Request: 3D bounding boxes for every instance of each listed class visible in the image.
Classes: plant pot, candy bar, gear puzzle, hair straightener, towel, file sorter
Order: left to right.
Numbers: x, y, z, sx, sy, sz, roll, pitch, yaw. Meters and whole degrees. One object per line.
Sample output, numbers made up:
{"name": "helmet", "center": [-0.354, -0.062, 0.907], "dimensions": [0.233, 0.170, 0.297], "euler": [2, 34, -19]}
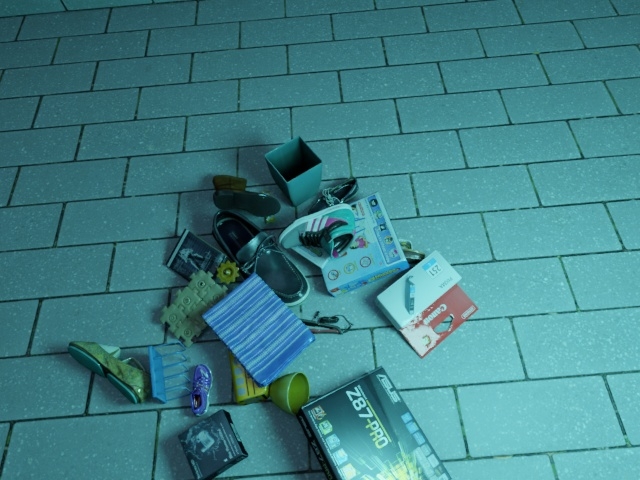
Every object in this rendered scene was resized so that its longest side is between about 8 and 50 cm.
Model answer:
{"name": "file sorter", "center": [-0.505, 0.442, 1.528], "dimensions": [0.104, 0.118, 0.171], "euler": [-14, 62, -9]}
{"name": "gear puzzle", "center": [-0.424, 0.207, 1.650], "dimensions": [0.175, 0.044, 0.339], "euler": [39, 86, 13]}
{"name": "towel", "center": [-0.209, 0.291, 1.511], "dimensions": [0.243, 0.040, 0.336], "euler": [-40, 67, -17]}
{"name": "candy bar", "center": [-0.219, -0.140, 1.884], "dimensions": [0.040, 0.018, 0.162], "euler": [-11, 62, -3]}
{"name": "plant pot", "center": [-0.109, 0.498, 1.481], "dimensions": [0.095, 0.134, 0.134], "euler": [-6, 58, 29]}
{"name": "plant pot", "center": [-0.099, -0.254, 1.816], "dimensions": [0.165, 0.234, 0.165], "euler": [-32, 64, -15]}
{"name": "hair straightener", "center": [0.004, 0.289, 1.621], "dimensions": [0.230, 0.047, 0.089], "euler": [0, 62, 3]}

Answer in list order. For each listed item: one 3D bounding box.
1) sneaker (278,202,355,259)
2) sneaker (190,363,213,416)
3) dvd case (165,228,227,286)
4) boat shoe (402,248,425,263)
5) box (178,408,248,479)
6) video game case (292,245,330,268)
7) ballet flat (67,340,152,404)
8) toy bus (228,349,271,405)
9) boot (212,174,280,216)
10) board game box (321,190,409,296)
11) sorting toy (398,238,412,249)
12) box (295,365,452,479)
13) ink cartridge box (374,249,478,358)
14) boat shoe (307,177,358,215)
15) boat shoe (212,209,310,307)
{"name": "sneaker", "center": [0.000, 0.000, 1.616], "dimensions": [0.295, 0.124, 0.179], "euler": [-24, 51, 7]}
{"name": "sneaker", "center": [-0.401, 0.497, 1.517], "dimensions": [0.068, 0.071, 0.170], "euler": [-7, 61, -1]}
{"name": "dvd case", "center": [-0.479, 0.077, 1.738], "dimensions": [0.221, 0.018, 0.165], "euler": [31, 93, 20]}
{"name": "boat shoe", "center": [0.289, 0.069, 1.715], "dimensions": [0.206, 0.073, 0.073], "euler": [5, 62, 14]}
{"name": "box", "center": [-0.336, 0.646, 1.421], "dimensions": [0.158, 0.093, 0.156], "euler": [-29, 64, -11]}
{"name": "video game case", "center": [-0.011, 0.010, 1.691], "dimensions": [0.157, 0.019, 0.143], "euler": [32, 81, 29]}
{"name": "ballet flat", "center": [-0.708, 0.429, 1.558], "dimensions": [0.348, 0.123, 0.123], "euler": [27, 66, 17]}
{"name": "toy bus", "center": [-0.245, 0.377, 1.554], "dimensions": [0.130, 0.108, 0.333], "euler": [-14, 62, -3]}
{"name": "boot", "center": [-0.305, -0.187, 1.836], "dimensions": [0.263, 0.096, 0.280], "euler": [-1, 24, -12]}
{"name": "board game box", "center": [0.135, 0.014, 1.696], "dimensions": [0.301, 0.086, 0.309], "euler": [-23, 61, 10]}
{"name": "sorting toy", "center": [0.319, 0.019, 1.736], "dimensions": [0.083, 0.075, 0.045], "euler": [9, 62, 7]}
{"name": "box", "center": [0.155, 0.623, 1.360], "dimensions": [0.318, 0.097, 0.395], "euler": [-16, 60, -29]}
{"name": "ink cartridge box", "center": [0.385, 0.221, 1.602], "dimensions": [0.296, 0.066, 0.261], "euler": [-36, 76, -16]}
{"name": "boat shoe", "center": [0.053, -0.170, 1.851], "dimensions": [0.254, 0.079, 0.095], "euler": [-31, 65, -13]}
{"name": "boat shoe", "center": [-0.240, 0.060, 1.701], "dimensions": [0.186, 0.156, 0.500], "euler": [-40, 68, -19]}
